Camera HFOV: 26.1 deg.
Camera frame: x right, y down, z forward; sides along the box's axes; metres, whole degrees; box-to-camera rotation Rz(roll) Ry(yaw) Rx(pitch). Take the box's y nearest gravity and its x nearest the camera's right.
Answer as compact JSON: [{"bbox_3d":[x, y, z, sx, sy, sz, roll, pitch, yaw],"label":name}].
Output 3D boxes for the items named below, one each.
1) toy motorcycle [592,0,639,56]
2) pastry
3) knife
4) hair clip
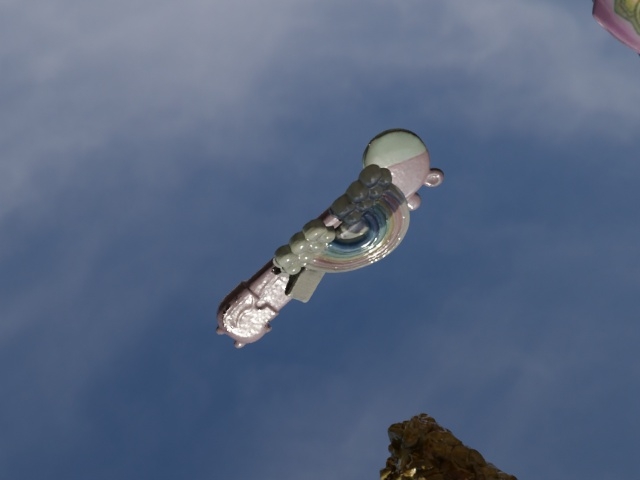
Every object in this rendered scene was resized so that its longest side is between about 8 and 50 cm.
[{"bbox_3d":[0.273,-0.225,1.051,0.143,0.188,0.327,-22,-125,32],"label":"toy motorcycle"},{"bbox_3d":[0.176,0.290,1.497,0.250,0.154,0.102,34,-96,34],"label":"pastry"},{"bbox_3d":[0.000,0.000,1.913,0.398,0.132,0.038,-43,-149,11],"label":"knife"},{"bbox_3d":[0.029,-0.007,1.696,0.140,0.220,0.054,24,-147,-43],"label":"hair clip"}]
